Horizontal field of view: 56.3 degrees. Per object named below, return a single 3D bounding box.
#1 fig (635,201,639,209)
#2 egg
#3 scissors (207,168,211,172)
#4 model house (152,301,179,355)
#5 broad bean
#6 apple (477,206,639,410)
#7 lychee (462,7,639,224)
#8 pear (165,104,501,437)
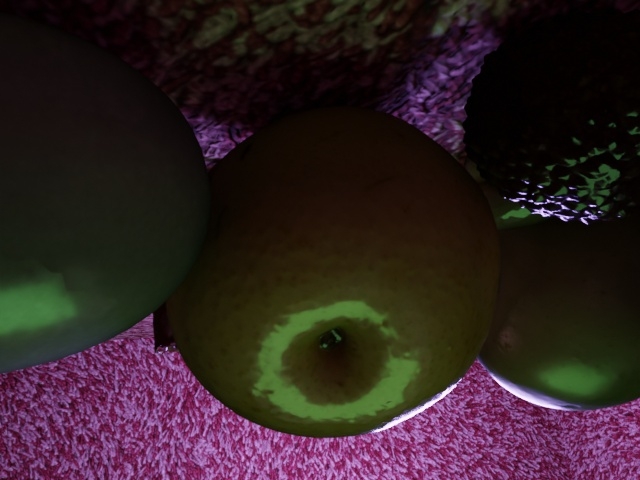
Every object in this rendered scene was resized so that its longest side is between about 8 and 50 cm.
[{"bbox_3d":[0.562,-0.057,1.039,0.155,0.103,0.109,-5,-168,33],"label":"fig"},{"bbox_3d":[-0.255,-0.031,0.419,0.352,0.258,0.258,5,164,-20],"label":"egg"},{"bbox_3d":[-0.070,-0.084,0.798,0.187,0.020,0.133,-4,171,-16],"label":"scissors"},{"bbox_3d":[-0.279,0.139,1.269,0.160,0.195,0.254,0,166,-34],"label":"model house"},{"bbox_3d":[0.310,-0.093,0.784,0.263,0.121,0.189,-14,175,-30],"label":"broad bean"},{"bbox_3d":[0.404,0.091,0.946,0.357,0.357,0.357,-6,167,-1],"label":"apple"},{"bbox_3d":[0.218,-0.110,0.526,0.188,0.188,0.188,-6,167,-1],"label":"lychee"},{"bbox_3d":[0.014,0.030,0.631,0.349,0.348,0.348,-6,167,-1],"label":"pear"}]
